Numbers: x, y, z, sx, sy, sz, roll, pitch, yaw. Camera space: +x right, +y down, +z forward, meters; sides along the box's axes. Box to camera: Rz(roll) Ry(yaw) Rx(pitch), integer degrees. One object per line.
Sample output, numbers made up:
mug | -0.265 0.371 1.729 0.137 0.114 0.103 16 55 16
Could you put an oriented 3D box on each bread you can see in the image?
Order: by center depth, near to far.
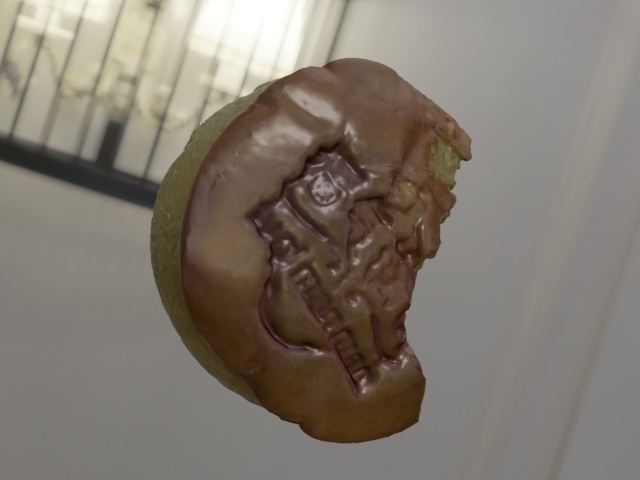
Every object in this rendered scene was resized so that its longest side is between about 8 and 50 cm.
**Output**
bread | -0.009 0.000 0.661 0.125 0.156 0.086 14 -4 -28
